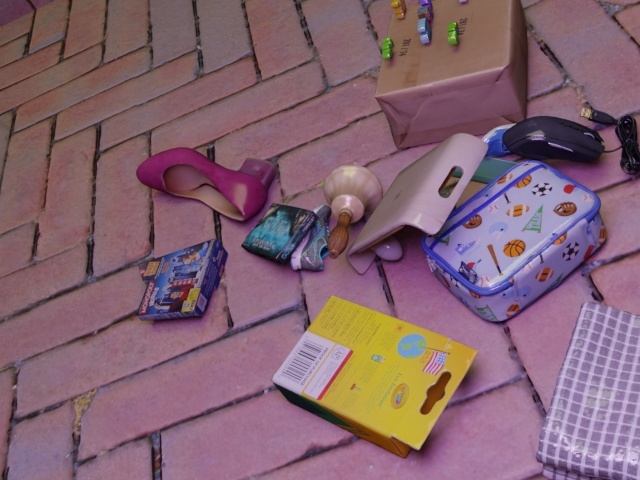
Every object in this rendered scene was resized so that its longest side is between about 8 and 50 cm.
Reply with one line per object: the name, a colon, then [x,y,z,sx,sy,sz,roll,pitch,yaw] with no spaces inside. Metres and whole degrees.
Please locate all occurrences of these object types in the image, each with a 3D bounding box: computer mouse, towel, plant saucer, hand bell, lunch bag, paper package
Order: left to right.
hand bell: [0.045,-0.040,1.567,0.126,0.126,0.242,-11,29,20]
paper package: [0.297,-0.391,1.778,0.310,0.168,0.324,-9,48,24]
plant saucer: [0.351,-0.144,1.627,0.192,0.018,0.067,18,61,38]
lunch bag: [0.337,-0.007,1.440,0.303,0.115,0.243,-35,41,-6]
computer mouse: [0.486,-0.217,1.521,0.262,0.060,0.184,11,43,10]
towel: [0.458,0.229,1.145,0.235,0.121,0.283,6,54,32]

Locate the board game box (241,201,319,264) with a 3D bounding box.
board game box: [-0.089,-0.019,1.686,0.126,0.026,0.186,-54,28,-12]

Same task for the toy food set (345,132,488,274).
toy food set: [0.180,-0.057,1.489,0.219,0.092,0.306,-55,10,-25]

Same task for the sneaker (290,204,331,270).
sneaker: [0.000,0.000,1.663,0.076,0.065,0.166,14,60,17]

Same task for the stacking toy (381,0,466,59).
stacking toy: [0.230,-0.480,1.744,0.167,0.052,0.221,-8,49,26]

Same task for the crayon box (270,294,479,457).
crayon box: [0.097,0.233,1.366,0.318,0.081,0.202,18,61,40]

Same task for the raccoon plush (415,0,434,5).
raccoon plush: [0.249,-0.745,2.122,0.299,0.216,0.446,10,56,44]

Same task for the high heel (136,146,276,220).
high heel: [-0.299,-0.124,1.872,0.377,0.127,0.181,0,40,24]

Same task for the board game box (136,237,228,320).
board game box: [-0.319,0.096,1.735,0.194,0.060,0.194,-8,47,24]

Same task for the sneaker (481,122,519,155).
sneaker: [0.402,-0.195,1.610,0.152,0.058,0.084,-16,37,-3]
